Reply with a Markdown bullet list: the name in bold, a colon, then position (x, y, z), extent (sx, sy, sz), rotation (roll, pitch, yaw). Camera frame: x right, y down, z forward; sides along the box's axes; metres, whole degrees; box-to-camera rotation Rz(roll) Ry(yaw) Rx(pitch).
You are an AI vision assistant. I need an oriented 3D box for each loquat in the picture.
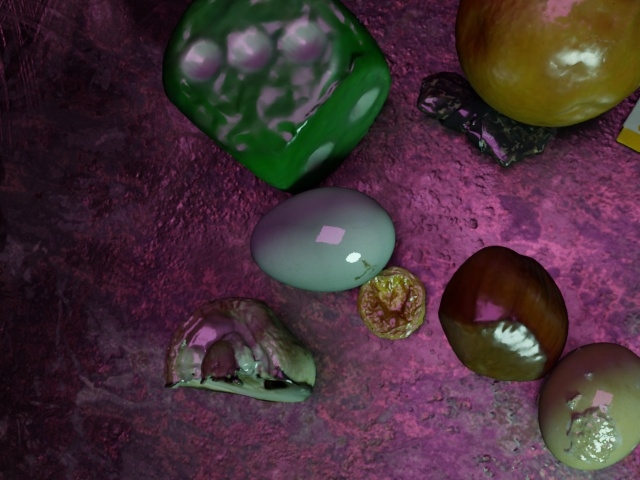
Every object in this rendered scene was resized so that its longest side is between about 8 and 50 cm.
- **loquat**: position (0.371, -0.338, 0.988), extent (0.329, 0.328, 0.328), rotation (-2, 81, 15)

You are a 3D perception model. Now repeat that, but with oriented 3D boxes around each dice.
- **dice**: position (-0.068, -0.276, 1.117), extent (0.297, 0.287, 0.300), rotation (42, 94, 17)

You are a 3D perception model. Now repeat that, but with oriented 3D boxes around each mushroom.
- **mushroom**: position (-0.129, 0.191, 1.123), extent (0.267, 0.190, 0.164), rotation (-13, 62, 37)

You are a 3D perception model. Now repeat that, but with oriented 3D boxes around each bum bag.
- **bum bag**: position (0.279, -0.218, 1.126), extent (0.248, 0.069, 0.102), rotation (35, 56, 18)

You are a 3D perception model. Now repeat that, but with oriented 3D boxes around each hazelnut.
- **hazelnut**: position (0.289, 0.120, 1.027), extent (0.210, 0.210, 0.186), rotation (46, 118, 17)

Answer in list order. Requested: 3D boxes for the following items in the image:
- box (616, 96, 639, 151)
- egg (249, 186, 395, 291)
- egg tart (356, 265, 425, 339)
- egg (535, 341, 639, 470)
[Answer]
- **box**: position (0.591, -0.242, 1.008), extent (0.129, 0.033, 0.247), rotation (34, 127, 20)
- **egg**: position (0.000, 0.000, 1.111), extent (0.264, 0.183, 0.182), rotation (-6, 80, 20)
- **egg tart**: position (0.130, 0.112, 1.126), extent (0.130, 0.052, 0.130), rotation (-3, 79, 15)
- **egg**: position (0.420, 0.253, 0.972), extent (0.164, 0.164, 0.201), rotation (30, 93, 17)
